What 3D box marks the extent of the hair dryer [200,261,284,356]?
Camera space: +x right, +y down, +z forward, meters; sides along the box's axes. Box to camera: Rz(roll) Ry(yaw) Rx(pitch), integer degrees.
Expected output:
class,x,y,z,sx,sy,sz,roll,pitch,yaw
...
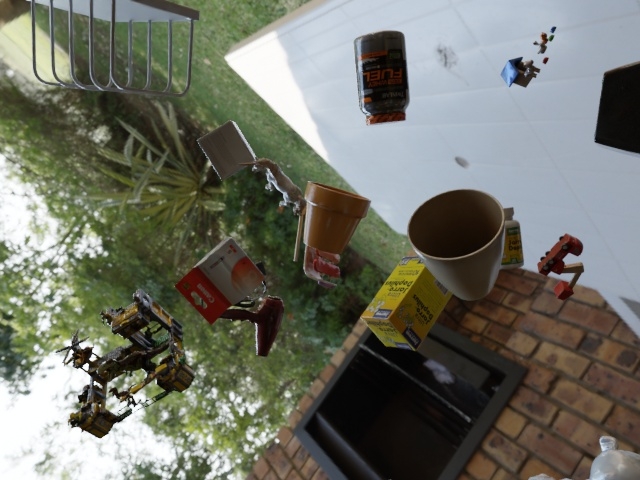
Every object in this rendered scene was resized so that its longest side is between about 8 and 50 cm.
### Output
class,x,y,z,sx,sy,sz,roll,pitch,yaw
hair dryer,-0.220,0.227,1.546,0.294,0.223,0.080,64,166,-13

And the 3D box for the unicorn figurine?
class,x,y,z,sx,sy,sz,roll,pitch,yaw
unicorn figurine,-0.089,-0.121,1.051,0.162,0.060,0.111,32,165,-3

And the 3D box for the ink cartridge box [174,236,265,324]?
class,x,y,z,sx,sy,sz,roll,pitch,yaw
ink cartridge box,-0.247,0.101,1.249,0.145,0.179,0.045,53,156,-21

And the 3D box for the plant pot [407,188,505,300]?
class,x,y,z,sx,sy,sz,roll,pitch,yaw
plant pot,0.406,0.039,1.417,0.256,0.256,0.274,29,158,45

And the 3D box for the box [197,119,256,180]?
class,x,y,z,sx,sy,sz,roll,pitch,yaw
box,-0.202,-0.199,1.106,0.101,0.087,0.102,59,-177,-11

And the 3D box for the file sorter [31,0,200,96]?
class,x,y,z,sx,sy,sz,roll,pitch,yaw
file sorter,-0.407,-0.381,0.985,0.277,0.173,0.192,14,-164,31

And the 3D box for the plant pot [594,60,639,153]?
class,x,y,z,sx,sy,sz,roll,pitch,yaw
plant pot,0.606,-0.236,0.920,0.166,0.188,0.187,8,-170,32

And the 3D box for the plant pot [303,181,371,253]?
class,x,y,z,sx,sy,sz,roll,pitch,yaw
plant pot,0.034,-0.065,1.559,0.205,0.188,0.205,16,-171,-3

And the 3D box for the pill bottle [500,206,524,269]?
class,x,y,z,sx,sy,sz,roll,pitch,yaw
pill bottle,0.641,-0.009,1.755,0.117,0.117,0.209,-178,81,-76

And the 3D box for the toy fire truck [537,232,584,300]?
class,x,y,z,sx,sy,sz,roll,pitch,yaw
toy fire truck,0.720,0.079,1.475,0.135,0.192,0.047,25,-143,-4

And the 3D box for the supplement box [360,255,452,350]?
class,x,y,z,sx,sy,sz,roll,pitch,yaw
supplement box,0.369,0.250,2.074,0.195,0.356,0.194,48,153,-18

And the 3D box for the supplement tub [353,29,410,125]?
class,x,y,z,sx,sy,sz,roll,pitch,yaw
supplement tub,0.138,-0.358,1.119,0.117,0.117,0.191,-163,64,-68

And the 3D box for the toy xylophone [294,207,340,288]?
class,x,y,z,sx,sy,sz,roll,pitch,yaw
toy xylophone,0.000,0.000,1.693,0.081,0.323,0.236,0,175,24

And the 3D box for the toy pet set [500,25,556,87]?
class,x,y,z,sx,sy,sz,roll,pitch,yaw
toy pet set,0.457,-0.407,1.117,0.065,0.122,0.114,23,151,4

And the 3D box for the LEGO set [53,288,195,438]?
class,x,y,z,sx,sy,sz,roll,pitch,yaw
LEGO set,-0.463,0.268,1.136,0.192,0.331,0.255,56,-167,-39

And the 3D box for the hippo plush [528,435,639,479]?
class,x,y,z,sx,sy,sz,roll,pitch,yaw
hippo plush,0.553,0.504,1.008,0.294,0.237,0.234,19,-166,-25
